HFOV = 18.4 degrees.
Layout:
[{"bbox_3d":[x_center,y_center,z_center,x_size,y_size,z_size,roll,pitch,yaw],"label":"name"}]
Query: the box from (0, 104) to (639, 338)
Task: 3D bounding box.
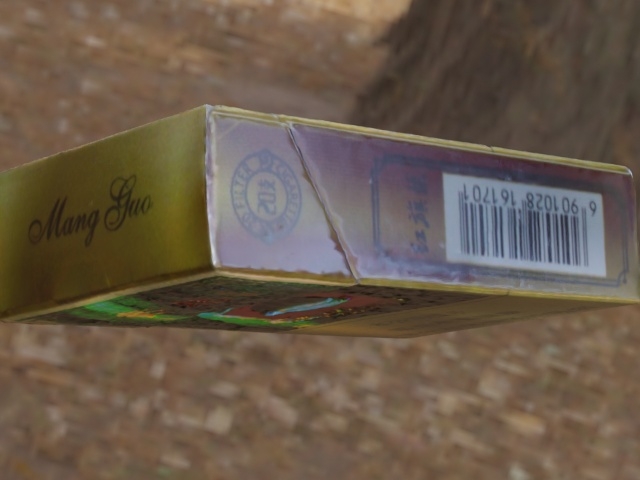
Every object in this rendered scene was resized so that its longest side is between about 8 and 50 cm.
[{"bbox_3d":[0.000,0.000,0.834,0.240,0.071,0.159,5,-9,-40],"label":"box"}]
